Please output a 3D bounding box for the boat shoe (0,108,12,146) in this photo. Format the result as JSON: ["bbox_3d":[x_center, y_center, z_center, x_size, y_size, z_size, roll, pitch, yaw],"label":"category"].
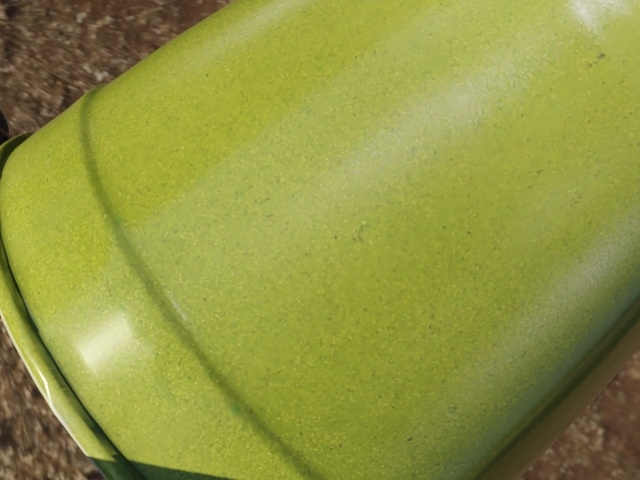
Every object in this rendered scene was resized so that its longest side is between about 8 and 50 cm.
[{"bbox_3d":[-0.457,-0.133,1.579,0.123,0.342,0.123,-40,99,-12],"label":"boat shoe"}]

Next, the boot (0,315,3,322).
[{"bbox_3d":[-0.384,0.019,1.550,0.207,0.248,0.090,30,45,-22],"label":"boot"}]

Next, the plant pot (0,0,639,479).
[{"bbox_3d":[0.062,-0.027,0.721,0.353,0.366,0.366,-39,114,15],"label":"plant pot"}]
